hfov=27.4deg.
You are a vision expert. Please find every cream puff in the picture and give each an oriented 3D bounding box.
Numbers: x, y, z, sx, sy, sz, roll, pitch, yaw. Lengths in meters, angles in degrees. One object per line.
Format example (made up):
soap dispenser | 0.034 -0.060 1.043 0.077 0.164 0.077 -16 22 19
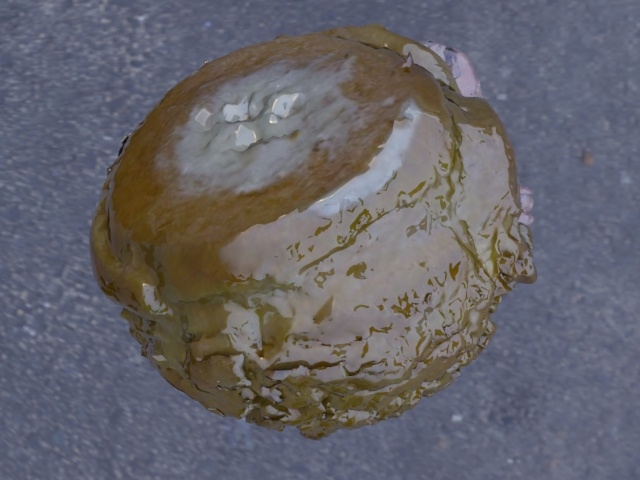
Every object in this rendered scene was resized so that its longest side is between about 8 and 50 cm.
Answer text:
cream puff | 0.000 0.000 0.459 0.150 0.165 0.115 -15 127 16

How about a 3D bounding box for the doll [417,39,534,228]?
doll | 0.080 -0.113 1.148 0.201 0.303 0.156 16 115 -10
